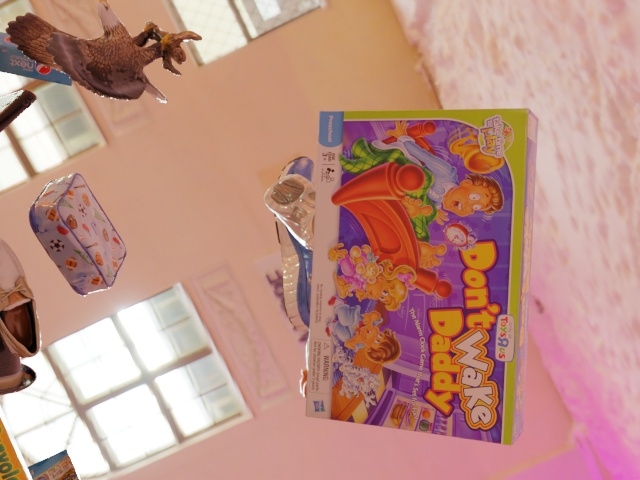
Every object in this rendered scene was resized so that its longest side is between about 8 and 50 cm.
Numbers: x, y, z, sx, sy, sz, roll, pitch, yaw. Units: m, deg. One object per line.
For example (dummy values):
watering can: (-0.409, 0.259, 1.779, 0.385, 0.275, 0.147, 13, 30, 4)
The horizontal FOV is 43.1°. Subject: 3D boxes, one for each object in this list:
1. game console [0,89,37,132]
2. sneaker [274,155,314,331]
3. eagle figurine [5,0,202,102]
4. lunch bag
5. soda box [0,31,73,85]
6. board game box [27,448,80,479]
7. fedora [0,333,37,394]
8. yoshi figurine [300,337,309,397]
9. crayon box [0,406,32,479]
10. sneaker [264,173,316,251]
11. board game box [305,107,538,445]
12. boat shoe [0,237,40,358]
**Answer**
game console: (-0.825, -0.180, 1.774, 0.060, 0.342, 0.386, 57, -130, -31)
sneaker: (0.000, 0.000, 1.519, 0.130, 0.147, 0.330, 48, -147, -75)
eagle figurine: (-0.419, -0.362, 1.566, 0.225, 0.298, 0.226, 60, 147, 4)
lunch bag: (-0.631, -0.015, 2.142, 0.243, 0.115, 0.303, -90, -20, -59)
soda box: (-0.671, -0.421, 1.867, 0.067, 0.210, 0.071, -93, 17, -52)
board game box: (-0.626, 0.667, 1.850, 0.303, 0.224, 0.097, 54, 156, 31)
fedora: (-0.854, 0.270, 1.969, 0.334, 0.334, 0.152, -40, -40, -85)
yoshi figurine: (0.070, 0.148, 1.650, 0.203, 0.203, 0.362, 24, -108, -64)
crayon box: (-0.499, 0.293, 1.091, 0.081, 0.165, 0.278, 45, 148, 47)
sneaker: (0.011, -0.015, 1.243, 0.232, 0.090, 0.115, 44, 172, 46)
board game box: (0.111, 0.032, 0.901, 0.078, 0.233, 0.347, 1, -89, -67)
boat shoe: (-0.712, 0.130, 1.872, 0.103, 0.113, 0.302, 9, 121, 51)
